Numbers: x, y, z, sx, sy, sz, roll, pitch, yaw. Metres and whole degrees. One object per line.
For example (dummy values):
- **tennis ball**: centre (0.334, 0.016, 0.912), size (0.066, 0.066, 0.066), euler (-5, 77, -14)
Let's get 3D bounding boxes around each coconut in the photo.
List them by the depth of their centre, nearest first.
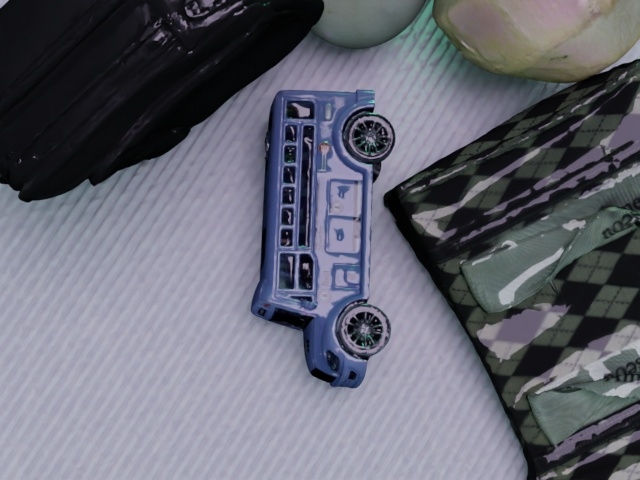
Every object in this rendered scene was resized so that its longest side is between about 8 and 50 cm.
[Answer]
- **coconut**: centre (0.224, -0.273, 1.470), size (0.237, 0.197, 0.236), euler (2, 85, -20)

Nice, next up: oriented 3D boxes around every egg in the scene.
- **egg**: centre (0.049, -0.297, 1.508), size (0.151, 0.151, 0.209), euler (23, 66, -5)

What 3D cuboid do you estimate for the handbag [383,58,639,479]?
- **handbag**: centre (0.277, 0.065, 1.480), size (0.317, 0.180, 0.416), euler (-29, 91, -5)

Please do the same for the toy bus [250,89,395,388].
- **toy bus**: centre (0.000, 0.000, 1.458), size (0.133, 0.125, 0.292), euler (3, 78, -6)

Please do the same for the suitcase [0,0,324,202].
- **suitcase**: centre (-0.170, -0.185, 1.325), size (0.339, 0.345, 0.188), euler (-40, 92, 12)
